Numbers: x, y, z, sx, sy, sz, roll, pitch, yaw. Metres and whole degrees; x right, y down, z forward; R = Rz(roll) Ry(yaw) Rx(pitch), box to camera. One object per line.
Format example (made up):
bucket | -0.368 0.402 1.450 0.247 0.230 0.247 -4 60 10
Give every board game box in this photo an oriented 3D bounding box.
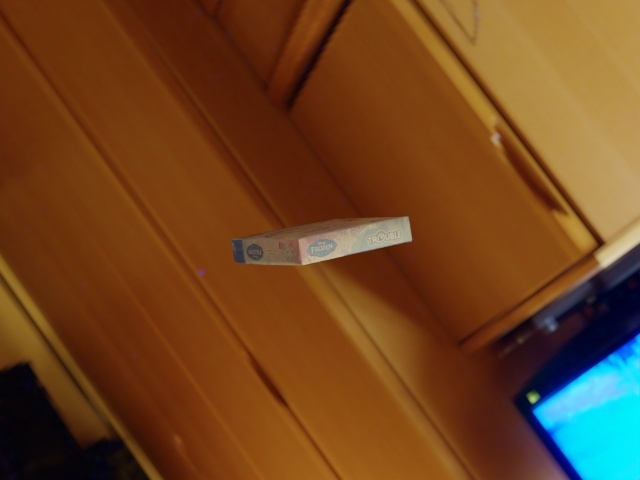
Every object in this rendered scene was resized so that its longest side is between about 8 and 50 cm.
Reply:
board game box | 0.000 0.000 0.912 0.090 0.020 0.090 -12 -175 -32
